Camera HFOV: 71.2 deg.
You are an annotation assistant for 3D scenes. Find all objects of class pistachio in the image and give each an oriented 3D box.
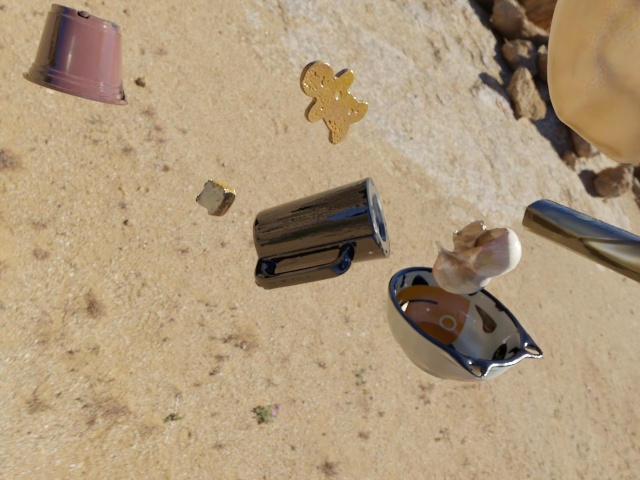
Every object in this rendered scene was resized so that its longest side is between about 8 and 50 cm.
[{"bbox_3d":[0.305,-0.206,0.348,0.318,0.194,0.214,-57,155,-11],"label":"pistachio"}]

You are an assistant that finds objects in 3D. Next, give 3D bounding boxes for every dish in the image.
[{"bbox_3d":[0.245,0.178,0.866,0.303,0.120,0.303,15,30,-9],"label":"dish"}]

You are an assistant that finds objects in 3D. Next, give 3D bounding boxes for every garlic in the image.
[{"bbox_3d":[0.294,0.033,0.854,0.099,0.174,0.124,-20,80,-45],"label":"garlic"}]

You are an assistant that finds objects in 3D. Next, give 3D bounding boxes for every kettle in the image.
[{"bbox_3d":[0.005,0.004,1.110,0.203,0.308,0.262,48,32,-59],"label":"kettle"}]

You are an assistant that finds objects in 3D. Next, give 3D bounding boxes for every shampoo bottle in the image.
[{"bbox_3d":[0.615,0.007,0.971,0.126,0.084,0.350,-10,30,-26],"label":"shampoo bottle"}]

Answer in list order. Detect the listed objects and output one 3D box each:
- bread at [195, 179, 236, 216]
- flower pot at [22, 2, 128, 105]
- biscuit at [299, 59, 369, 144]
[{"bbox_3d":[-0.258,-0.105,1.130,0.077,0.083,0.070,36,12,20],"label":"bread"},{"bbox_3d":[-0.275,-0.217,0.518,0.111,0.089,0.111,16,16,-5],"label":"flower pot"},{"bbox_3d":[0.022,-0.300,0.942,0.031,0.138,0.205,46,7,36],"label":"biscuit"}]
